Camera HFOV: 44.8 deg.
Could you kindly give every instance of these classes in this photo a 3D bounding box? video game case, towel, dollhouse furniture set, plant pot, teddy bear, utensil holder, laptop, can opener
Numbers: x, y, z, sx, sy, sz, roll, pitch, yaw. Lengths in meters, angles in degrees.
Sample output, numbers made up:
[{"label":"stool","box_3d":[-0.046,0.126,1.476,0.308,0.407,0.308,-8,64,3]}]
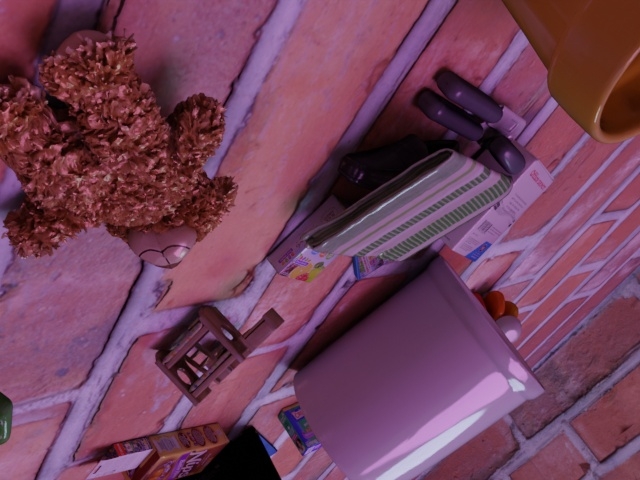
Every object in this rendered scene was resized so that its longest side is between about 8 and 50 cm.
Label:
[{"label":"video game case","box_3d":[0.128,-0.002,1.349,0.166,0.015,0.119,-32,155,-10]},{"label":"towel","box_3d":[0.143,-0.044,1.133,0.248,0.038,0.325,-32,162,24]},{"label":"dollhouse furniture set","box_3d":[-0.141,0.137,1.202,0.182,0.101,0.161,-44,178,15]},{"label":"plant pot","box_3d":[0.329,-0.280,0.876,0.254,0.239,0.254,-29,154,-16]},{"label":"teddy bear","box_3d":[-0.193,-0.063,0.739,0.245,0.113,0.338,-26,152,-16]},{"label":"utensil holder","box_3d":[0.186,0.274,1.533,0.385,0.327,0.327,-38,154,7]},{"label":"laptop","box_3d":[-0.238,0.614,1.689,0.382,0.408,0.236,-34,120,-7]},{"label":"can opener","box_3d":[0.239,-0.170,1.130,0.074,0.093,0.280,-46,148,20]}]

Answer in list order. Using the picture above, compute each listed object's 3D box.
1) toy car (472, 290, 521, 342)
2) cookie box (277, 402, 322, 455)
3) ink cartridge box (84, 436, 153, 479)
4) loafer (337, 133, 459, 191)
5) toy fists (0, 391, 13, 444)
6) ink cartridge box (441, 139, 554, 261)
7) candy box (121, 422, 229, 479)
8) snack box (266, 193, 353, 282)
[{"label":"toy car","box_3d":[0.383,0.194,1.877,0.182,0.159,0.136,-41,119,11]},{"label":"cookie box","box_3d":[-0.030,0.416,1.746,0.092,0.107,0.040,-15,146,-39]},{"label":"ink cartridge box","box_3d":[-0.360,0.385,1.374,0.115,0.029,0.063,4,133,-52]},{"label":"loafer","box_3d":[0.114,-0.113,1.088,0.223,0.076,0.078,-6,127,-43]},{"label":"toy fists","box_3d":[-0.444,0.180,0.795,0.096,0.142,0.279,-44,154,15]},{"label":"ink cartridge box","box_3d":[0.290,-0.071,1.336,0.203,0.086,0.148,-48,154,10]},{"label":"candy box","box_3d":[-0.278,0.416,1.501,0.109,0.053,0.187,-49,153,23]},{"label":"snack box","box_3d":[0.000,0.000,1.166,0.141,0.037,0.100,-44,155,13]}]
